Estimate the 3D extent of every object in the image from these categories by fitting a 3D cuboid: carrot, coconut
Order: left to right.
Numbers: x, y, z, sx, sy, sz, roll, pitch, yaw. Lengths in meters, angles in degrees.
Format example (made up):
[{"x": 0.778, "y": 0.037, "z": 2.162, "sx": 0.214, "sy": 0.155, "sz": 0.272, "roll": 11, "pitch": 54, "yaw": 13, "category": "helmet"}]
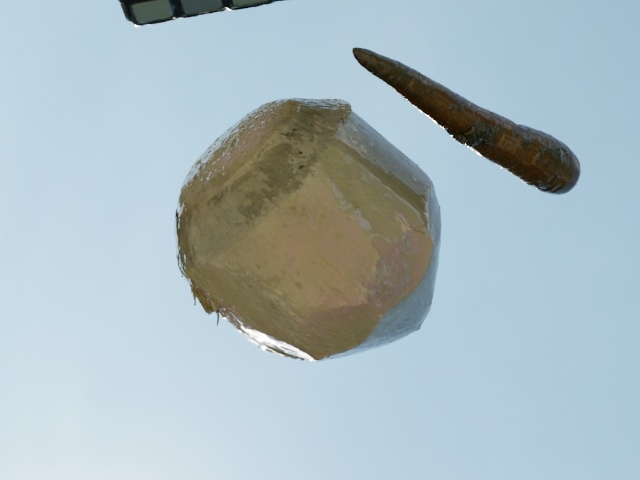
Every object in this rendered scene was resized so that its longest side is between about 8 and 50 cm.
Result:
[{"x": 0.000, "y": 0.000, "z": 1.551, "sx": 0.224, "sy": 0.234, "sz": 0.224, "roll": -35, "pitch": -165, "yaw": 11, "category": "coconut"}, {"x": 0.122, "y": -0.098, "z": 1.492, "sx": 0.049, "sy": 0.254, "sz": 0.049, "roll": -36, "pitch": -140, "yaw": 37, "category": "carrot"}]

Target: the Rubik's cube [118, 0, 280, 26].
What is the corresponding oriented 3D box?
[{"x": -0.067, "y": -0.275, "z": 1.226, "sx": 0.182, "sy": 0.184, "sz": 0.187, "roll": -9, "pitch": -116, "yaw": 2, "category": "Rubik's cube"}]
